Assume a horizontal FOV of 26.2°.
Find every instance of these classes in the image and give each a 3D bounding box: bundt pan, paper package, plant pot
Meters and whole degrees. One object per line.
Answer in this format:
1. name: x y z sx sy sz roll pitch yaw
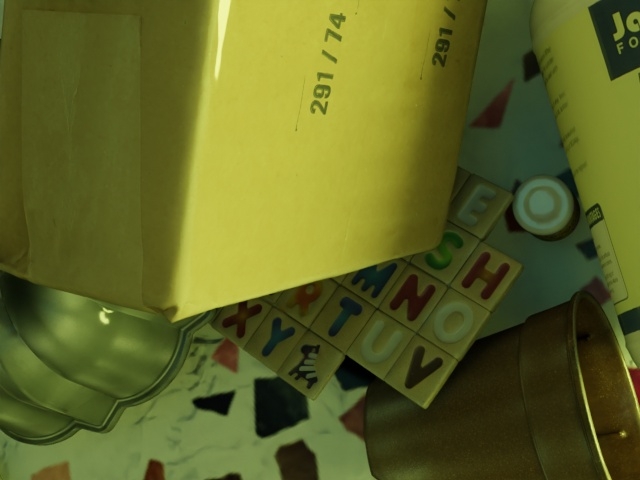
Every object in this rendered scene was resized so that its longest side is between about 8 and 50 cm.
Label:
1. bundt pan: -0.237 -0.011 1.058 0.330 0.124 0.331 -6 76 24
2. paper package: -0.035 -0.143 0.853 0.168 0.309 0.325 17 107 33
3. plant pot: 0.128 0.134 0.963 0.165 0.167 0.167 -16 81 22

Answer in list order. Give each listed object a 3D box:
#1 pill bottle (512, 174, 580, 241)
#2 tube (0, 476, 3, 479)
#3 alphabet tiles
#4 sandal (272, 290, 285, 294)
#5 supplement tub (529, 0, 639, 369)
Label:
1. pill bottle: 0.165 -0.022 0.997 0.043 0.083 0.043 -1 86 16
2. tube: -0.260 0.261 1.111 0.070 0.062 0.240 -26 69 -29
3. alphabet tiles: 0.026 0.017 0.995 0.237 0.009 0.198 32 84 40
4. sandal: 0.000 0.000 1.060 0.180 0.049 0.072 -37 51 10
5. supplement tub: 0.273 -0.090 0.894 0.235 0.235 0.325 -18 81 14
